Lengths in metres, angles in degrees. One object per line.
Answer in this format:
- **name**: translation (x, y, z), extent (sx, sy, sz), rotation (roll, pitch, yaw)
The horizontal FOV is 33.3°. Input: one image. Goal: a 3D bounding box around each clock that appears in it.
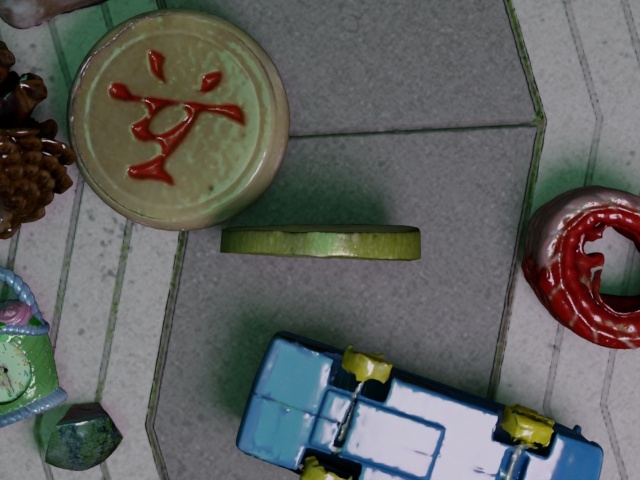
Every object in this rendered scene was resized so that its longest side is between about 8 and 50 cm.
- **clock**: translation (-0.403, 0.124, 1.213), extent (0.194, 0.100, 0.195), rotation (-22, 93, -3)

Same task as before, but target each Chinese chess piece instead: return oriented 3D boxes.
- **Chinese chess piece**: translation (-0.158, -0.134, 1.203), extent (0.250, 0.103, 0.249), rotation (0, 91, 3)

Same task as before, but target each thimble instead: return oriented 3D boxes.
- **thimble**: translation (0.319, 0.029, 1.189), extent (0.189, 0.125, 0.163), rotation (38, 94, 0)

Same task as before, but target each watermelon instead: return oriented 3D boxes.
- **watermelon**: translation (-0.281, 0.223, 1.226), extent (0.072, 0.092, 0.084), rotation (29, 81, 38)

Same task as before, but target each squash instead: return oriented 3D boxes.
- **squash**: translation (0.000, 0.005, 1.146), extent (0.219, 0.219, 0.041), rotation (0, 92, 1)

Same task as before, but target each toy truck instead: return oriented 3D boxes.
- **toy truck**: translation (0.108, 0.217, 1.176), extent (0.385, 0.162, 0.161), rotation (18, 91, -1)

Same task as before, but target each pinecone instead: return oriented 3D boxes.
- **pinecone**: translation (-0.405, -0.114, 1.142), extent (0.264, 0.264, 0.264), rotation (0, 91, 1)

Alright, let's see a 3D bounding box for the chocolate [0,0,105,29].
- **chocolate**: translation (-0.259, -0.370, 1.205), extent (0.303, 0.100, 0.185), rotation (-22, 94, 4)
